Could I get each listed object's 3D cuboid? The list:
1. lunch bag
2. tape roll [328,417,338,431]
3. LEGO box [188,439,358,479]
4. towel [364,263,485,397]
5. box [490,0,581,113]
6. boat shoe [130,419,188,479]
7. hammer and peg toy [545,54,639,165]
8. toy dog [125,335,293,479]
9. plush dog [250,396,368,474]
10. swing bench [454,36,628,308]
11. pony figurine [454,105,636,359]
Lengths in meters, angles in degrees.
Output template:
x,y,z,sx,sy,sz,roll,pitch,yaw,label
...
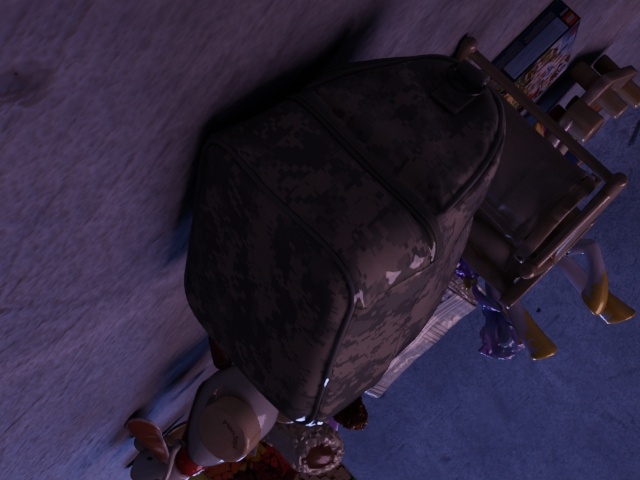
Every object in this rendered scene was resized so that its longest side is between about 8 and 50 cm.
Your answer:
x,y,z,sx,sy,sz,roll,pitch,yaw,label
0.032,-0.008,0.985,0.256,0.212,0.305,-31,156,-28,lunch bag
-0.012,0.329,2.164,0.080,0.189,0.189,2,160,-5,tape roll
-0.084,0.501,2.064,0.193,0.372,0.500,-41,169,-19,LEGO box
0.139,0.144,1.990,0.324,0.056,0.312,-44,137,7,towel
0.297,-0.244,1.557,0.159,0.044,0.233,-45,169,1,box
-0.251,0.343,1.727,0.135,0.050,0.045,-44,174,-3,boat shoe
0.465,-0.220,2.034,0.266,0.127,0.361,-48,168,29,hammer and peg toy
-0.175,0.241,1.488,0.333,0.161,0.220,-32,176,18,toy dog
-0.028,0.238,1.807,0.225,0.263,0.210,-21,-171,-41,plush dog
0.211,-0.074,1.328,0.165,0.253,0.255,-43,169,-5,swing bench
0.282,0.006,1.694,0.350,0.364,0.303,-20,-173,24,pony figurine
